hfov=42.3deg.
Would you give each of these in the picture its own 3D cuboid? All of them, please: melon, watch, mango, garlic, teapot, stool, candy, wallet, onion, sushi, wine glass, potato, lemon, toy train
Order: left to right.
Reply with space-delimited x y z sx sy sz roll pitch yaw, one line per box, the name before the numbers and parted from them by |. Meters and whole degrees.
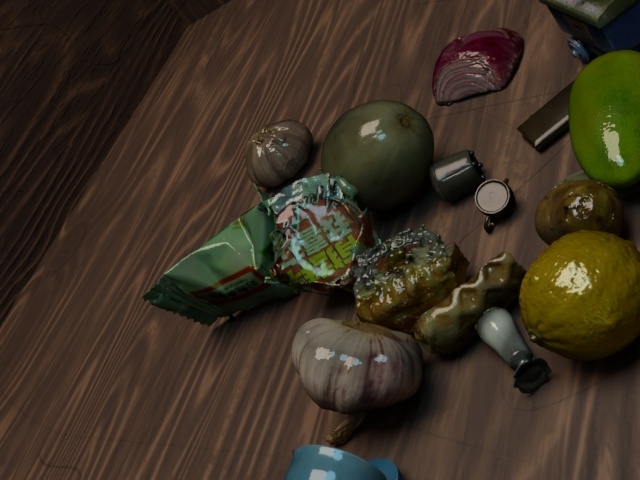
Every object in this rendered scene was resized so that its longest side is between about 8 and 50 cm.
candy | -0.204 0.064 1.988 0.398 0.263 0.172 -35 42 15
garlic | -0.128 -0.262 2.411 0.228 0.152 0.228 -37 28 23
watch | 0.019 0.419 1.345 0.211 0.193 0.211 -29 32 21
garlic | 0.056 0.269 1.516 0.245 0.245 0.253 35 116 60
melon | 0.131 -0.192 1.894 0.272 0.272 0.308 -46 -8 -3
sushi | 0.162 0.087 1.635 0.274 0.139 0.184 -26 32 17
stool | 0.298 -0.143 1.804 0.110 0.096 0.096 -26 35 20
onion | 0.382 -0.474 2.099 0.250 0.111 0.247 -11 46 46
teapot | 0.356 -0.073 1.678 0.076 0.068 0.121 14 84 33
wine glass | 0.321 0.182 1.394 0.072 0.072 0.155 -40 31 8
wallet | 0.518 -0.276 1.761 0.198 0.031 0.110 -40 30 8
potato | 0.456 -0.040 1.451 0.137 0.137 0.176 -47 15 -4
lemon | 0.412 0.086 1.282 0.231 0.192 0.192 -41 29 -10
toy train | 0.583 -0.451 1.727 0.131 0.202 0.300 -40 29 7
mango | 0.555 -0.223 1.529 0.192 0.156 0.343 -26 37 38

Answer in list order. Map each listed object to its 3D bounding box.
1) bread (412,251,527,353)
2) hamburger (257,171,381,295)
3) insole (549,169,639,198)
bread | 0.274 0.121 1.494 0.232 0.128 0.088 -39 65 7
hamburger | 0.005 -0.004 1.843 0.260 0.150 0.276 -8 75 8
insole | 0.564 -0.110 1.527 0.322 0.007 0.109 -7 47 48
